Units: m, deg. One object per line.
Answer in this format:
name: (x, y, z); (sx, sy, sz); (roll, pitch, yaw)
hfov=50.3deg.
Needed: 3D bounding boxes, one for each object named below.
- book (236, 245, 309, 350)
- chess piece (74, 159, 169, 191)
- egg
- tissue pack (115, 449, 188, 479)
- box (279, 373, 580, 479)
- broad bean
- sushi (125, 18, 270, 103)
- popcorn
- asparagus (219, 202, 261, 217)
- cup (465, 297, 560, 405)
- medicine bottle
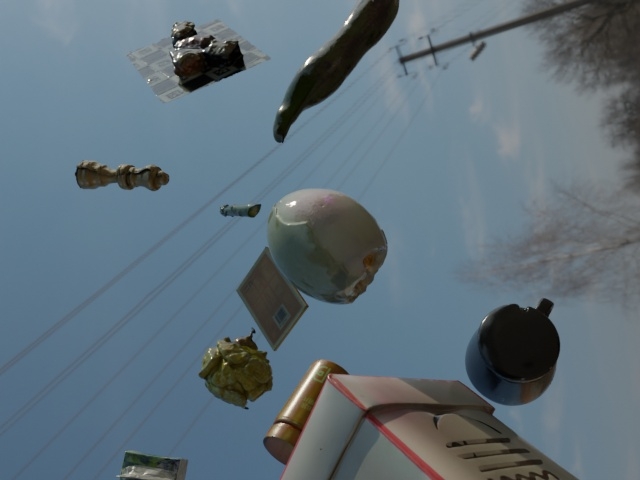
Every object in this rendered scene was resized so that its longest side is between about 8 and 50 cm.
book: (-0.135, 0.156, 1.848); (0.018, 0.170, 0.242); (12, -149, -45)
chess piece: (-0.358, -0.118, 1.247); (0.060, 0.172, 0.060); (3, -90, -75)
egg: (0.000, 0.000, 1.159); (0.183, 0.217, 0.183); (-47, -21, -24)
tissue pack: (-0.315, 0.438, 1.259); (0.079, 0.111, 0.085); (70, -152, -70)
box: (0.138, 0.386, 0.890); (0.314, 0.300, 0.312); (14, -76, -44)
broad bean: (0.036, -0.274, 0.966); (0.061, 0.077, 0.339); (46, -106, -30)
sushi: (-0.161, -0.239, 0.834); (0.201, 0.139, 0.031); (47, 159, 49)
popcorn: (-0.187, 0.299, 1.599); (0.195, 0.168, 0.174); (15, -101, -82)
asparagus: (-0.160, -0.057, 1.295); (0.034, 0.236, 0.027); (7, -91, -24)
cup: (0.376, 0.194, 1.291); (0.223, 0.169, 0.176); (-52, -24, -17)
medicine bottle: (-0.020, 0.322, 1.281); (0.192, 0.096, 0.096); (-52, -55, -39)
